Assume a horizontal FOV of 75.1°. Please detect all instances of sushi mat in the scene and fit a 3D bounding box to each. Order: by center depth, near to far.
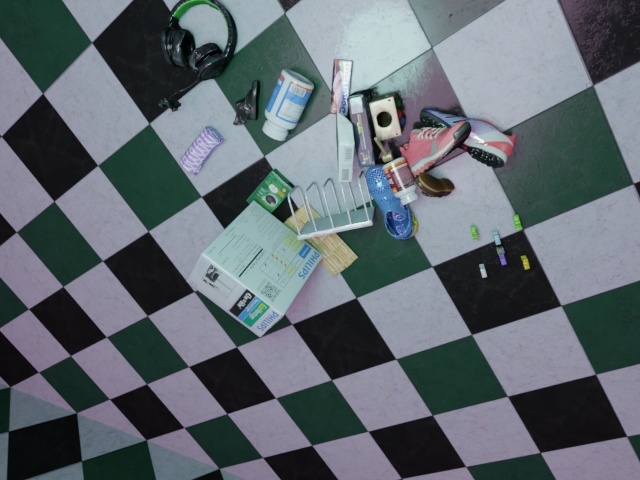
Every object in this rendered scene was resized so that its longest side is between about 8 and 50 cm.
[{"bbox_3d":[0.000,0.000,1.708,0.151,0.019,0.316,-39,100,26],"label":"sushi mat"}]

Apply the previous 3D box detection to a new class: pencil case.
[{"bbox_3d":[-0.468,-0.350,1.633,0.088,0.086,0.206,49,118,4],"label":"pencil case"}]

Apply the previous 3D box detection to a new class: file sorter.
[{"bbox_3d":[0.045,-0.135,1.525,0.277,0.193,0.173,-11,108,15],"label":"file sorter"}]

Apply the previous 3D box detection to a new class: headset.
[{"bbox_3d":[-0.449,-0.640,1.437,0.243,0.185,0.394,27,107,2],"label":"headset"}]

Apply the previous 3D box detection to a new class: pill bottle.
[{"bbox_3d":[0.280,-0.203,1.434,0.086,0.086,0.152,-25,91,24],"label":"pill bottle"},{"bbox_3d":[-0.121,-0.470,1.461,0.124,0.124,0.222,32,119,-1],"label":"pill bottle"}]

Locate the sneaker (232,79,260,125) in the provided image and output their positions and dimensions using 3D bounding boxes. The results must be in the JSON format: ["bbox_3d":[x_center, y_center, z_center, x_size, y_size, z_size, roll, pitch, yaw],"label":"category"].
[{"bbox_3d":[-0.273,-0.503,1.528,0.089,0.051,0.170,11,120,5],"label":"sneaker"}]

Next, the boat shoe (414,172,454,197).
[{"bbox_3d":[0.381,-0.178,1.428,0.073,0.207,0.073,-38,61,38],"label":"boat shoe"}]

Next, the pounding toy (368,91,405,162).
[{"bbox_3d":[0.232,-0.368,1.377,0.094,0.181,0.206,-10,112,19],"label":"pounding toy"}]

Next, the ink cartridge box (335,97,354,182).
[{"bbox_3d":[0.079,-0.336,1.388,0.056,0.225,0.181,-1,148,2],"label":"ink cartridge box"}]

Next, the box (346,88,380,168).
[{"bbox_3d":[0.148,-0.377,1.395,0.059,0.183,0.233,-5,114,17],"label":"box"}]

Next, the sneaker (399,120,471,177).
[{"bbox_3d":[0.348,-0.313,1.344,0.136,0.116,0.314,53,157,0],"label":"sneaker"}]

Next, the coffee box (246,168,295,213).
[{"bbox_3d":[-0.199,-0.186,1.663,0.113,0.040,0.184,41,118,-7],"label":"coffee box"}]

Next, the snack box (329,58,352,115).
[{"bbox_3d":[0.070,-0.527,1.438,0.064,0.022,0.178,9,116,10],"label":"snack box"}]

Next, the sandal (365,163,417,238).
[{"bbox_3d":[0.260,-0.130,1.510,0.126,0.138,0.317,-25,104,26],"label":"sandal"}]

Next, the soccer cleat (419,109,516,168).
[{"bbox_3d":[0.481,-0.359,1.371,0.318,0.108,0.116,32,82,12],"label":"soccer cleat"}]

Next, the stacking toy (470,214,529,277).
[{"bbox_3d":[0.655,0.024,1.524,0.166,0.052,0.221,-15,108,19],"label":"stacking toy"}]

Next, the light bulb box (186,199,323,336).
[{"bbox_3d":[-0.246,0.105,1.616,0.361,0.358,0.225,39,136,-4],"label":"light bulb box"}]
